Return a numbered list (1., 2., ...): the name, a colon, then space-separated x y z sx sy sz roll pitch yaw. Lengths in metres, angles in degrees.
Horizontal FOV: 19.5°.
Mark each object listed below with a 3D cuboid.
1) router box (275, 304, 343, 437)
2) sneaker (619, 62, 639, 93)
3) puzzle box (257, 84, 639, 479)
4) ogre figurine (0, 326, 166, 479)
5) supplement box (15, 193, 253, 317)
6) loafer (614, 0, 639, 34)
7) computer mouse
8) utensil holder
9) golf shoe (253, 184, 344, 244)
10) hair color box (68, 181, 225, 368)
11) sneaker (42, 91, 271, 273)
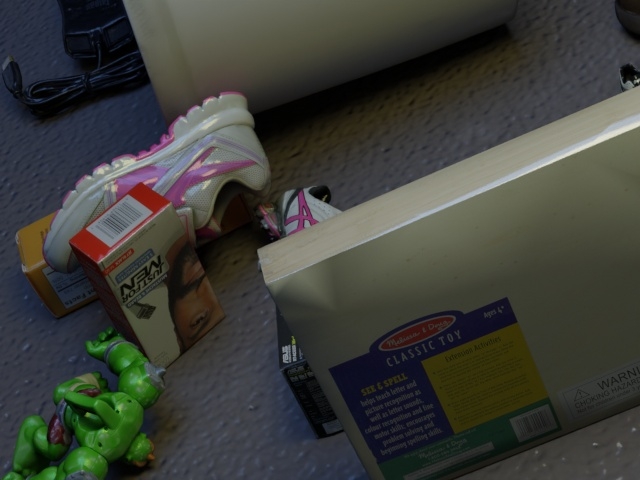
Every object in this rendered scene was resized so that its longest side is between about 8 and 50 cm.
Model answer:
1. router box: -0.006 0.100 1.659 0.038 0.092 0.122 -19 38 10
2. sneaker: 0.310 -0.141 1.801 0.032 0.037 0.083 -28 39 -4
3. puzzle box: 0.184 0.035 1.475 0.409 0.272 0.052 -22 38 5
4. ogre figurine: -0.212 0.170 1.700 0.197 0.097 0.118 -38 26 -33
5. supplement box: -0.193 -0.014 1.918 0.233 0.080 0.078 -25 36 0
6. loafer: 0.447 -0.345 1.881 0.366 0.130 0.134 -36 38 -12
7. computer mouse: -0.303 -0.247 2.275 0.184 0.060 0.262 -21 49 1
8. utensil holder: -0.024 -0.311 1.945 0.385 0.328 0.327 -18 37 -3
9. golf shoe: 0.000 0.000 1.793 0.086 0.067 0.186 -28 37 -4
10. hair color box: -0.161 0.037 1.759 0.093 0.167 0.053 -41 49 -18
11. sneaker: -0.154 -0.035 1.814 0.252 0.103 0.111 -34 79 1
